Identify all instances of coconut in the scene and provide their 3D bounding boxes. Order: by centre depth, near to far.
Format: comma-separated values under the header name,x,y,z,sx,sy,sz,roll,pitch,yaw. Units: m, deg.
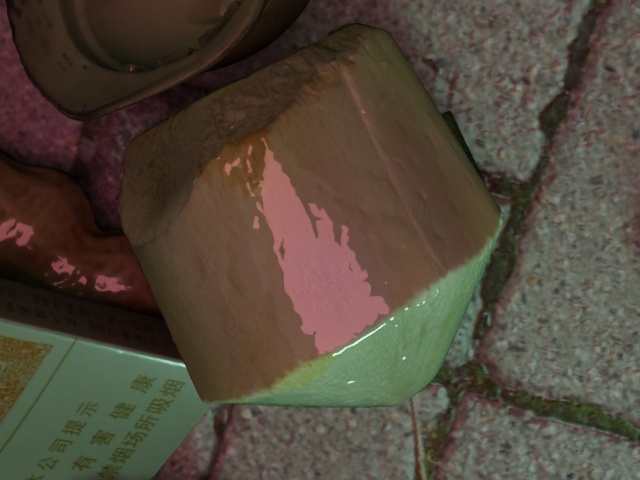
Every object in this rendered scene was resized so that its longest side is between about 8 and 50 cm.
name,x,y,z,sx,sy,sz,roll,pitch,yaw
coconut,0.000,0.000,1.007,0.239,0.239,0.244,-26,95,8

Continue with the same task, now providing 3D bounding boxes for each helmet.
name,x,y,z,sx,sy,sz,roll,pitch,yaw
helmet,-0.077,-0.190,1.013,0.257,0.137,0.204,-38,64,27

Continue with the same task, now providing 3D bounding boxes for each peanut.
name,x,y,z,sx,sy,sz,roll,pitch,yaw
peanut,-0.194,0.005,1.091,0.227,0.086,0.104,31,100,-8

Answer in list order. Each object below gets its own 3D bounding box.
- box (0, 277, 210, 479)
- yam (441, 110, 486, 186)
name,x,y,z,sx,sy,sz,roll,pitch,yaw
box,-0.261,0.107,1.022,0.365,0.051,0.205,17,124,-35
yam,0.095,-0.047,1.092,0.043,0.043,0.094,-25,101,8
